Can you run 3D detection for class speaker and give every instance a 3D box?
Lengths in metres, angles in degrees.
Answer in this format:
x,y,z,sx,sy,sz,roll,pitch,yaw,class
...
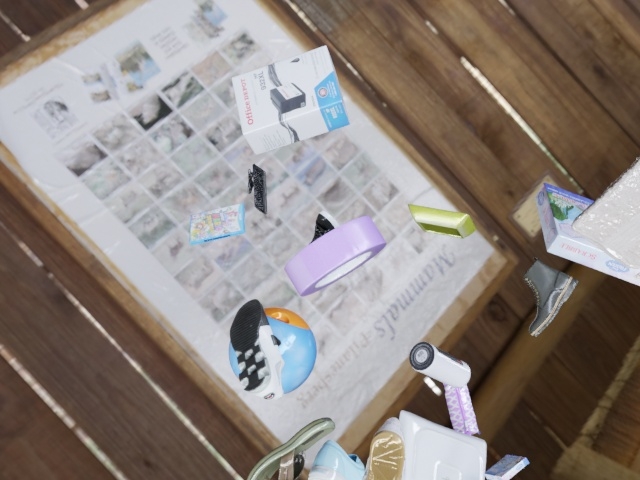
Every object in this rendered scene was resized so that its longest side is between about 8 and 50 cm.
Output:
x,y,z,sx,sy,sz,roll,pitch,yaw,class
0.222,0.232,1.210,0.055,0.136,0.055,-23,-127,33,speaker

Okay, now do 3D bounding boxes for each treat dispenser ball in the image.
x,y,z,sx,sy,sz,roll,pitch,yaw,class
-0.155,0.361,2.139,0.288,0.288,0.288,-42,-179,1,treat dispenser ball

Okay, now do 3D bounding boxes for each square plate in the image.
x,y,z,sx,sy,sz,roll,pitch,yaw,class
0.360,0.707,1.906,0.049,0.347,0.344,-35,-143,51,square plate

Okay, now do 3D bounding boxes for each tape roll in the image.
x,y,z,sx,sy,sz,roll,pitch,yaw,class
0.041,0.044,1.772,0.275,0.090,0.275,-30,170,-6,tape roll

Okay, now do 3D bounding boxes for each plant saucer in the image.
x,y,z,sx,sy,sz,roll,pitch,yaw,class
0.372,-0.052,2.013,0.188,0.188,0.045,34,70,-66,plant saucer

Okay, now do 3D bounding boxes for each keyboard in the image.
x,y,z,sx,sy,sz,roll,pitch,yaw,class
-0.238,-0.186,2.402,0.038,0.100,0.192,-26,135,-32,keyboard

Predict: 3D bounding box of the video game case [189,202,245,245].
x,y,z,sx,sy,sz,roll,pitch,yaw,class
-0.305,-0.049,1.934,0.166,0.015,0.119,-13,-134,5,video game case

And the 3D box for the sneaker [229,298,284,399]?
x,y,z,sx,sy,sz,roll,pitch,yaw,class
-0.179,0.331,1.954,0.122,0.146,0.330,-28,-134,19,sneaker

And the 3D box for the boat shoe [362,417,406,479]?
x,y,z,sx,sy,sz,roll,pitch,yaw,class
0.145,0.517,1.444,0.096,0.098,0.277,-47,150,-64,boat shoe

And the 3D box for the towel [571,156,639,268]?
x,y,z,sx,sy,sz,roll,pitch,yaw,class
0.688,-0.057,1.403,0.049,0.187,0.282,-50,172,-38,towel

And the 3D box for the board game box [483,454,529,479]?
x,y,z,sx,sy,sz,roll,pitch,yaw,class
0.489,0.600,1.726,0.090,0.020,0.090,-30,177,-22,board game box

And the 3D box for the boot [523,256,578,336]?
x,y,z,sx,sy,sz,roll,pitch,yaw,class
0.609,0.159,1.845,0.198,0.137,0.077,-54,166,-5,boot

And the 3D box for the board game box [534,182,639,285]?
x,y,z,sx,sy,sz,roll,pitch,yaw,class
0.808,-0.022,1.931,0.318,0.318,0.066,-75,-175,-56,board game box

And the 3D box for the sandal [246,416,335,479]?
x,y,z,sx,sy,sz,roll,pitch,yaw,class
-0.077,0.577,1.709,0.303,0.086,0.120,-40,155,10,sandal

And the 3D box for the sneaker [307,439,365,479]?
x,y,z,sx,sy,sz,roll,pitch,yaw,class
0.103,0.695,1.859,0.135,0.366,0.150,-7,-138,32,sneaker

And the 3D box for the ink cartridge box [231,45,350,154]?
x,y,z,sx,sy,sz,roll,pitch,yaw,class
-0.091,-0.420,1.967,0.307,0.223,0.129,-17,154,7,ink cartridge box

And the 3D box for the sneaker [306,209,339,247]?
x,y,z,sx,sy,sz,roll,pitch,yaw,class
0.000,0.000,2.086,0.121,0.079,0.217,-46,157,-15,sneaker

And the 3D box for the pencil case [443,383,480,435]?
x,y,z,sx,sy,sz,roll,pitch,yaw,class
0.482,0.575,2.260,0.086,0.206,0.088,-18,159,13,pencil case
